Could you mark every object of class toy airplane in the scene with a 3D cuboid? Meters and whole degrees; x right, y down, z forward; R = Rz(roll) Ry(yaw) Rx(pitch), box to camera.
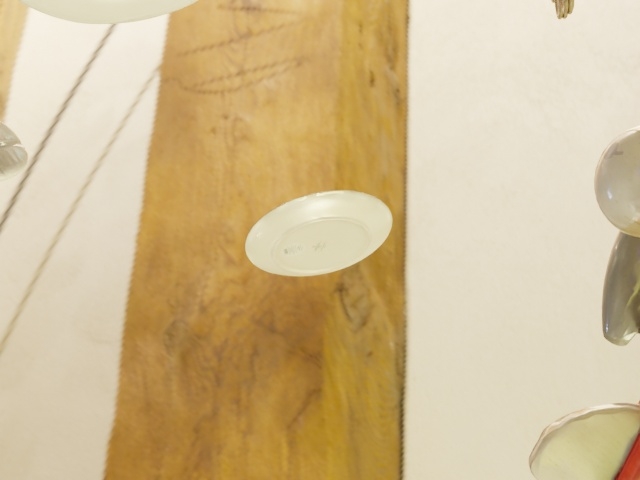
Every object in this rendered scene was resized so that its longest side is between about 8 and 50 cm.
[{"bbox_3d":[0.291,0.041,0.879,0.384,0.272,0.386,-45,-178,-39],"label":"toy airplane"}]

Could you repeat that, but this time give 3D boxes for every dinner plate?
[{"bbox_3d":[0.000,0.000,1.113,0.141,0.141,0.017,-22,-124,15],"label":"dinner plate"}]

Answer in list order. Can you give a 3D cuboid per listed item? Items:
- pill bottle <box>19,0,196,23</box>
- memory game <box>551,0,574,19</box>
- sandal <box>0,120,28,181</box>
[{"bbox_3d":[-0.200,-0.416,1.047,0.229,0.229,0.407,-19,-116,17],"label":"pill bottle"},{"bbox_3d":[0.221,-0.299,1.113,0.012,0.186,0.186,-7,-123,5],"label":"memory game"},{"bbox_3d":[-0.439,-0.061,1.241,0.265,0.076,0.102,-21,-113,-33],"label":"sandal"}]
